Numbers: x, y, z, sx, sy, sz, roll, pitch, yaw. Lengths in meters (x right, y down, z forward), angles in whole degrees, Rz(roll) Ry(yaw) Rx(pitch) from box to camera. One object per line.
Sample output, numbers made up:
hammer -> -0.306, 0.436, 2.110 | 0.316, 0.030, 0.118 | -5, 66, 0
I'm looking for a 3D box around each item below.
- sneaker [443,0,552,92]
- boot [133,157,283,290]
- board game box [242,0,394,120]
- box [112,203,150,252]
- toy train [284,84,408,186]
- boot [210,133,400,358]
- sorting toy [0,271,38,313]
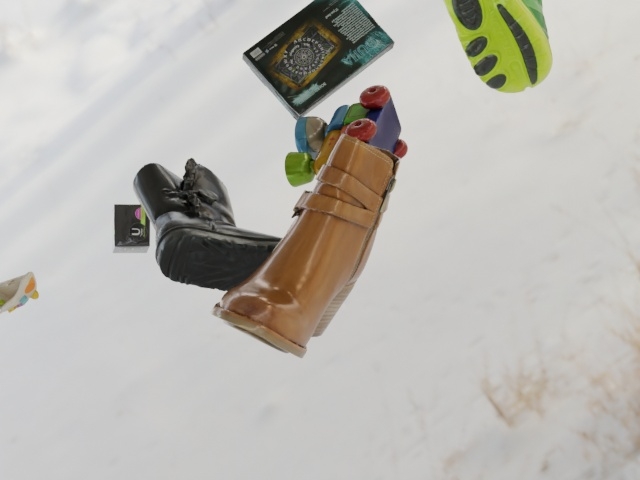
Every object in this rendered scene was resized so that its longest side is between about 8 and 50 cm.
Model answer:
sneaker -> 0.156, -0.294, 1.498 | 0.109, 0.296, 0.123 | -15, 25, 15
boot -> -0.102, -0.011, 1.795 | 0.207, 0.246, 0.094 | -113, 42, -56
board game box -> -0.002, -0.274, 2.107 | 0.186, 0.126, 0.026 | -38, -9, -15
box -> -0.268, -0.016, 2.068 | 0.052, 0.062, 0.083 | 0, -8, -10
toy train -> 0.016, -0.097, 1.890 | 0.143, 0.105, 0.248 | -8, 33, 22
boot -> 0.000, 0.000, 1.495 | 0.220, 0.109, 0.283 | -64, -18, 9
sorting toy -> -0.458, 0.088, 2.124 | 0.083, 0.045, 0.075 | -17, 19, 37
